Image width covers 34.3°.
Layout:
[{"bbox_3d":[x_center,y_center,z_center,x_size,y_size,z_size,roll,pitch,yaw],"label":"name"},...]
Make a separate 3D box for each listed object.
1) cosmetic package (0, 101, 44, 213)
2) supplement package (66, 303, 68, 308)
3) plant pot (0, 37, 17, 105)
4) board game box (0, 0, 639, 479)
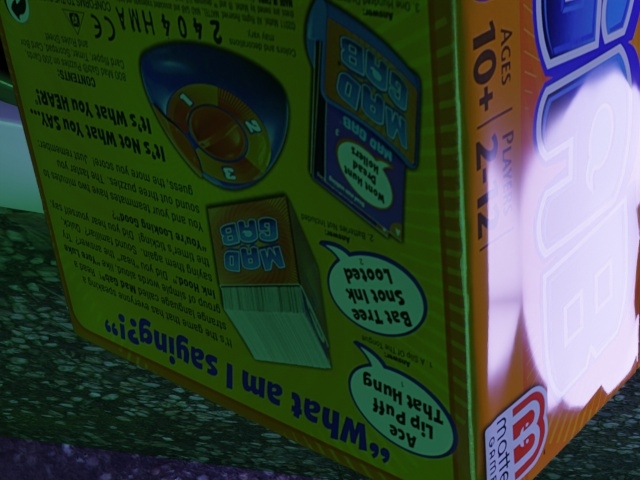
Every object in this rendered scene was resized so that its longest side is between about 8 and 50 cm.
[{"bbox_3d":[-0.291,-0.135,1.247,0.385,0.156,0.217,11,152,-10],"label":"cosmetic package"},{"bbox_3d":[-0.257,0.075,1.661,0.244,0.139,0.134,-1,151,12],"label":"supplement package"},{"bbox_3d":[-0.234,-0.243,0.908,0.323,0.323,0.280,15,167,-19],"label":"plant pot"},{"bbox_3d":[0.049,-0.114,0.676,0.357,0.356,0.356,18,125,38],"label":"board game box"}]
